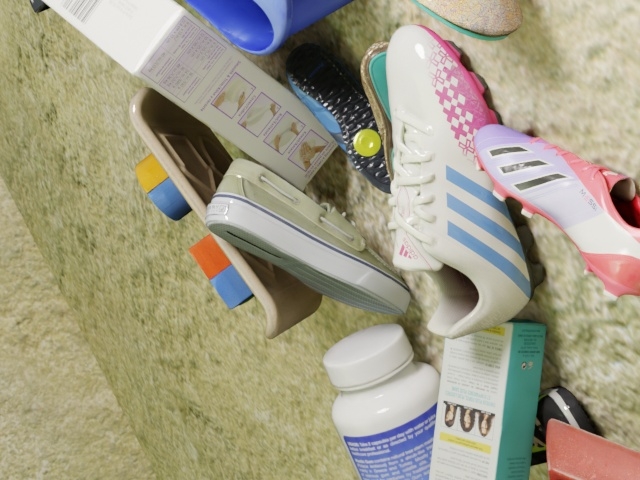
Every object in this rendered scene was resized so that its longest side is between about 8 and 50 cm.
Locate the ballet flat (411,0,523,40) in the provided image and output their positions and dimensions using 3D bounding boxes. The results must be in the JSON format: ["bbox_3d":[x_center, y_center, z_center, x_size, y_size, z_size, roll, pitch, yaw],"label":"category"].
[{"bbox_3d":[0.079,-0.308,1.311,0.316,0.108,0.106,47,140,29],"label":"ballet flat"}]

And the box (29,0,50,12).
[{"bbox_3d":[-0.302,-0.408,1.850,0.153,0.207,0.108,63,156,-7],"label":"box"}]

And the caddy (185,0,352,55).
[{"bbox_3d":[-0.105,-0.350,1.544,0.341,0.179,0.241,44,151,36],"label":"caddy"}]

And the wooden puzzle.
[{"bbox_3d":[-0.132,-0.032,1.891,0.347,0.080,0.322,59,-169,2],"label":"wooden puzzle"}]

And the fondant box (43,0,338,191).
[{"bbox_3d":[-0.151,-0.208,1.704,0.238,0.096,0.330,40,-175,41],"label":"fondant box"}]

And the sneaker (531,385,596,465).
[{"bbox_3d":[0.228,0.233,1.632,0.084,0.097,0.235,59,157,4],"label":"sneaker"}]

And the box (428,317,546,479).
[{"bbox_3d":[0.181,0.204,1.576,0.100,0.060,0.244,9,94,50],"label":"box"}]

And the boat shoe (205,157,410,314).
[{"bbox_3d":[0.000,0.000,1.740,0.302,0.094,0.109,30,161,-31],"label":"boat shoe"}]

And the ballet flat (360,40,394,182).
[{"bbox_3d":[0.094,-0.125,1.557,0.067,0.073,0.206,-102,-3,-67],"label":"ballet flat"}]

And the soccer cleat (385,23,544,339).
[{"bbox_3d":[0.121,-0.052,1.463,0.116,0.143,0.331,8,124,62],"label":"soccer cleat"}]

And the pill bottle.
[{"bbox_3d":[0.106,0.250,1.842,0.152,0.152,0.272,7,122,63],"label":"pill bottle"}]

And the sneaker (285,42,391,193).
[{"bbox_3d":[0.039,-0.139,1.653,0.209,0.069,0.082,51,-179,10],"label":"sneaker"}]

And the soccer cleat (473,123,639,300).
[{"bbox_3d":[0.239,-0.046,1.331,0.248,0.083,0.095,50,126,36],"label":"soccer cleat"}]

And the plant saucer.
[{"bbox_3d":[0.347,0.335,1.505,0.258,0.048,0.259,18,133,43],"label":"plant saucer"}]
